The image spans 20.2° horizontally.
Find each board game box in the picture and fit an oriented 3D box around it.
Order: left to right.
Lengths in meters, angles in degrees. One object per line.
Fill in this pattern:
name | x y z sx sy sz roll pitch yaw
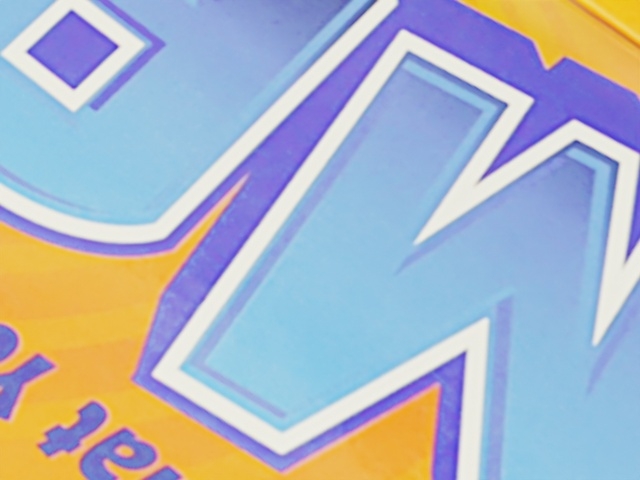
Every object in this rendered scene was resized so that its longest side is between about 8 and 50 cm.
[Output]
board game box | 0.010 -0.007 0.531 0.356 0.356 0.356 38 71 18
